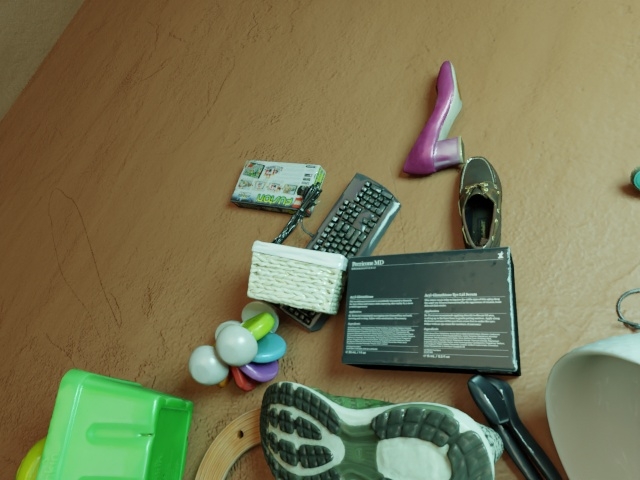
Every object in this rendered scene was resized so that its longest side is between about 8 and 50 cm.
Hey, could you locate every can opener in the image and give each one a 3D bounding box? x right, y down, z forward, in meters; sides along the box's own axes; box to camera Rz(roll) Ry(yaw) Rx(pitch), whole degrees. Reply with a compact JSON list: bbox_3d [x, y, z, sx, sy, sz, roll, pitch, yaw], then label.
[{"bbox_3d":[0.272,0.276,0.637,0.186,0.073,0.059,60,142,20],"label":"can opener"}]

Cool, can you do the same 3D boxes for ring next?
[{"bbox_3d":[-0.078,0.455,0.751,0.337,0.032,0.336,-11,63,22],"label":"ring"}]

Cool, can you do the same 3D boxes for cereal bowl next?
[{"bbox_3d":[0.397,0.244,0.442,0.141,0.338,0.338,-19,57,-9],"label":"cereal bowl"}]

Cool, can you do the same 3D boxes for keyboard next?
[{"bbox_3d":[0.000,0.000,0.894,0.202,0.033,0.317,31,84,22],"label":"keyboard"}]

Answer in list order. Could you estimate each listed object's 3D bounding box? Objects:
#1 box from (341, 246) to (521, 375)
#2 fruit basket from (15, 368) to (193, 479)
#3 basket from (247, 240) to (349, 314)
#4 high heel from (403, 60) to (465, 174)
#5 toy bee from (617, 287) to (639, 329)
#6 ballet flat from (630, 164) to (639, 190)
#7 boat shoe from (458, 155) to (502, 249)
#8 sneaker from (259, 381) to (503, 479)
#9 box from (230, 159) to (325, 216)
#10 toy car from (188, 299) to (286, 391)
[{"bbox_3d":[0.177,0.118,0.729,0.262,0.103,0.184,-4,69,26],"label":"box"},{"bbox_3d":[-0.448,0.438,0.828,0.393,0.283,0.391,-3,66,7],"label":"fruit basket"},{"bbox_3d":[-0.038,0.070,0.811,0.168,0.113,0.103,9,81,13],"label":"basket"},{"bbox_3d":[0.220,-0.245,0.892,0.117,0.082,0.243,-7,73,26],"label":"high heel"},{"bbox_3d":[0.506,0.154,0.509,0.299,0.162,0.195,15,77,32],"label":"toy bee"},{"bbox_3d":[0.576,-0.095,0.653,0.207,0.073,0.067,12,47,28],"label":"ballet flat"},{"bbox_3d":[0.279,-0.064,0.778,0.073,0.073,0.206,-10,63,25],"label":"boat shoe"},{"bbox_3d":[0.076,0.299,0.666,0.411,0.182,0.157,-5,75,40],"label":"sneaker"},{"bbox_3d":[-0.100,-0.122,1.019,0.207,0.036,0.113,10,73,30],"label":"box"},{"bbox_3d":[-0.140,0.211,0.834,0.182,0.159,0.136,-37,93,22],"label":"toy car"}]
